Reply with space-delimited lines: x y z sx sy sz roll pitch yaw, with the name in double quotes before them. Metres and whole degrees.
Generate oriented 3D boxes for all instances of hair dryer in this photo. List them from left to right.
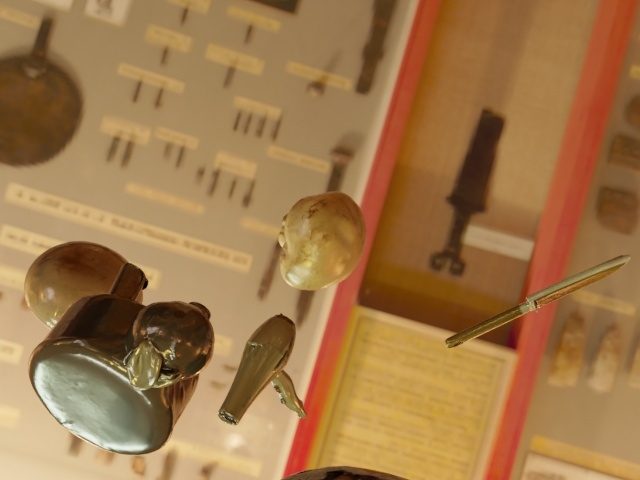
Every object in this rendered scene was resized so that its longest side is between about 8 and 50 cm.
"hair dryer" -0.104 0.271 2.135 0.088 0.225 0.219 8 -150 33

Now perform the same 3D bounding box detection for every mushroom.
"mushroom" -0.458 0.105 2.319 0.226 0.178 0.226 21 -147 -14
"mushroom" 0.000 0.000 1.615 0.112 0.148 0.148 11 173 23

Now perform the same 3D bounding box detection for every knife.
"knife" 0.365 0.105 2.034 0.343 0.027 0.061 -26 156 7

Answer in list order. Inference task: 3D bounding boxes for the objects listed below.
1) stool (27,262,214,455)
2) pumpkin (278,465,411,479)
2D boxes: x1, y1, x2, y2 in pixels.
"stool" -0.173 0.116 1.183 0.228 0.139 0.153 -7 125 33
"pumpkin" 0.032 0.377 1.211 0.315 0.315 0.238 15 -147 8
